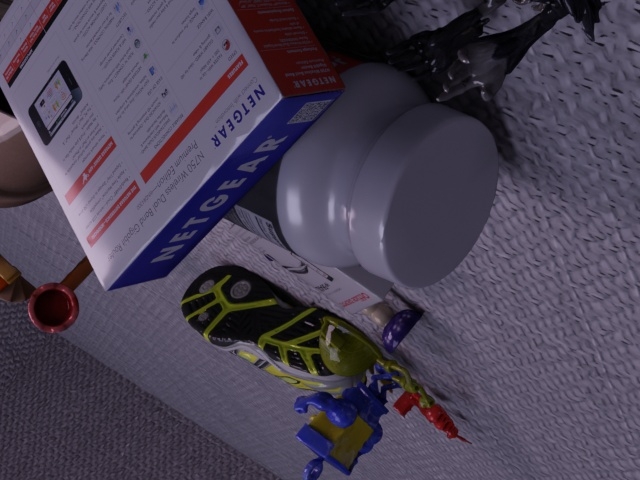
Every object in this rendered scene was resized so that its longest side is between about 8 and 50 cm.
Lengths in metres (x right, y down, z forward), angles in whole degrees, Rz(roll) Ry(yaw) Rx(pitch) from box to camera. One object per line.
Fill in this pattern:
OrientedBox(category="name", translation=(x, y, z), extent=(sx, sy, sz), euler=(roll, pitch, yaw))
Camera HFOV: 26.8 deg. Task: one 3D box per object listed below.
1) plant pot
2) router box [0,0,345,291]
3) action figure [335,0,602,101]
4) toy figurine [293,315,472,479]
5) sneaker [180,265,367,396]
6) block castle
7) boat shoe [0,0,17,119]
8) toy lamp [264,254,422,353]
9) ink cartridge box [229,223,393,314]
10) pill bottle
OrientedBox(category="plant pot", translation=(-0.429, -0.197, 1.959), extent=(0.263, 0.263, 0.229), euler=(47, 144, -19))
OrientedBox(category="router box", translation=(-0.166, -0.163, 1.280), extent=(0.335, 0.082, 0.301), euler=(-42, 71, 41))
OrientedBox(category="action figure", translation=(0.107, -0.187, 1.014), extent=(0.164, 0.141, 0.276), euler=(55, 162, -6))
OrientedBox(category="toy figurine", translation=(0.052, 0.280, 1.996), extent=(0.191, 0.217, 0.362), euler=(39, 175, 30))
OrientedBox(category="sneaker", translation=(-0.085, 0.165, 2.234), extent=(0.385, 0.145, 0.147), euler=(27, 158, 39))
OrientedBox(category="block castle", translation=(-0.520, -0.087, 2.266), extent=(0.453, 0.303, 0.213), euler=(45, 168, -12))
OrientedBox(category="boat shoe", translation=(-0.444, -0.241, 1.542), extent=(0.355, 0.130, 0.132), euler=(23, 160, -34))
OrientedBox(category="toy lamp", translation=(0.011, 0.045, 1.858), extent=(0.275, 0.080, 0.080), euler=(39, 162, 5))
OrientedBox(category="ink cartridge box", translation=(0.000, 0.000, 1.720), extent=(0.203, 0.086, 0.148), euler=(35, 164, -6))
OrientedBox(category="pill bottle", translation=(-0.014, -0.097, 1.356), extent=(0.363, 0.210, 0.210), euler=(25, 157, 37))
